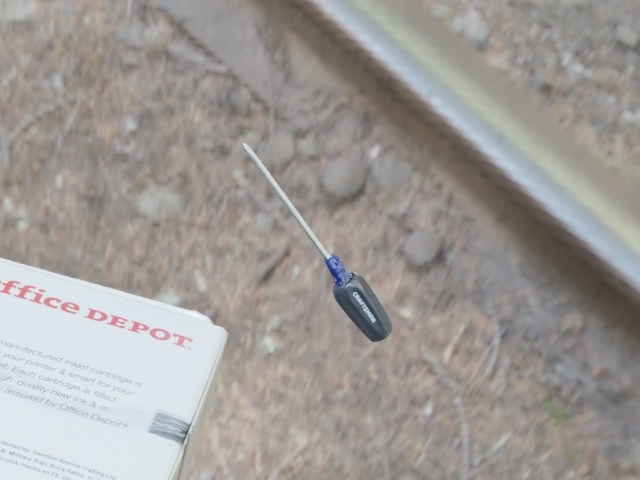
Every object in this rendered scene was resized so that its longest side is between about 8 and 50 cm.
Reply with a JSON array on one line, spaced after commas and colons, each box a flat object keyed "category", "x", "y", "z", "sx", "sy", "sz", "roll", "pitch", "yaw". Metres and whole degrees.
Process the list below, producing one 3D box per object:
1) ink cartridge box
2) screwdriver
[{"category": "ink cartridge box", "x": -0.201, "y": 0.155, "z": 1.287, "sx": 0.211, "sy": 0.121, "sz": 0.289, "roll": 17, "pitch": 35, "yaw": 3}, {"category": "screwdriver", "x": 0.000, "y": 0.000, "z": 1.234, "sx": 0.025, "sy": 0.170, "sz": 0.024, "roll": -20, "pitch": 29, "yaw": 21}]
